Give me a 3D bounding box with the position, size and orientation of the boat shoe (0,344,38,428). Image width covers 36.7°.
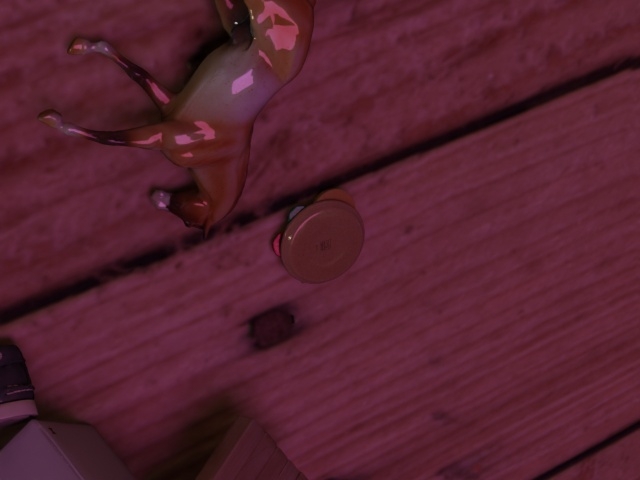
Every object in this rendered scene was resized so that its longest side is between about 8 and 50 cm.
[{"bbox_3d":[-0.322,0.121,0.725,0.206,0.075,0.064,-7,75,-19],"label":"boat shoe"}]

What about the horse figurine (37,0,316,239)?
[{"bbox_3d":[-0.080,-0.134,0.705,0.175,0.066,0.263,28,102,-29],"label":"horse figurine"}]

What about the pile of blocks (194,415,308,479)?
[{"bbox_3d":[-0.130,0.328,0.833,0.149,0.113,0.362,29,70,-44],"label":"pile of blocks"}]

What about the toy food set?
[{"bbox_3d":[0.000,0.000,0.841,0.083,0.020,0.083,-29,125,-11],"label":"toy food set"}]

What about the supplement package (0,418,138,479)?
[{"bbox_3d":[-0.237,0.242,0.768,0.179,0.105,0.105,-45,161,0],"label":"supplement package"}]
